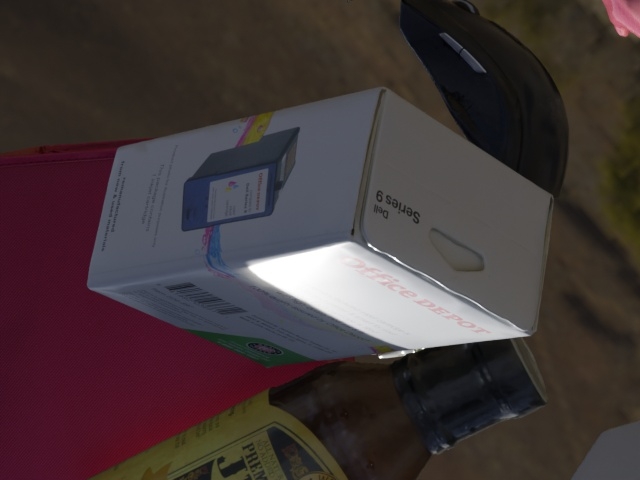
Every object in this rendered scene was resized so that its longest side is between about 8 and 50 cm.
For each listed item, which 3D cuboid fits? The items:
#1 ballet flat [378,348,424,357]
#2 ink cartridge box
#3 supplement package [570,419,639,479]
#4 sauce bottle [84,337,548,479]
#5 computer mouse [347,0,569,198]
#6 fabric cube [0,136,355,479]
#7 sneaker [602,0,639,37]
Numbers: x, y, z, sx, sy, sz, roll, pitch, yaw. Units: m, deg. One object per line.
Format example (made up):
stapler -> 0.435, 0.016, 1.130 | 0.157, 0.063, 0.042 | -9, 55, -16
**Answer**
ballet flat -> 0.074, 0.094, 2.056 | 0.091, 0.077, 0.241 | 64, 161, -4
ink cartridge box -> 0.000, 0.000, 1.095 | 0.212, 0.093, 0.154 | -8, 153, 44
supplement package -> 0.147, 0.157, 0.808 | 0.105, 0.179, 0.105 | -25, 106, 44
sauce bottle -> -0.021, 0.147, 1.273 | 0.111, 0.344, 0.111 | 59, -170, -16
computer mouse -> 0.086, -0.150, 1.372 | 0.184, 0.060, 0.262 | 20, -146, -48
fabric cube -> -0.110, 0.051, 1.490 | 0.259, 0.254, 0.258 | -44, -51, -83
sneaker -> 0.351, -0.229, 1.776 | 0.314, 0.116, 0.136 | 28, 134, 64
